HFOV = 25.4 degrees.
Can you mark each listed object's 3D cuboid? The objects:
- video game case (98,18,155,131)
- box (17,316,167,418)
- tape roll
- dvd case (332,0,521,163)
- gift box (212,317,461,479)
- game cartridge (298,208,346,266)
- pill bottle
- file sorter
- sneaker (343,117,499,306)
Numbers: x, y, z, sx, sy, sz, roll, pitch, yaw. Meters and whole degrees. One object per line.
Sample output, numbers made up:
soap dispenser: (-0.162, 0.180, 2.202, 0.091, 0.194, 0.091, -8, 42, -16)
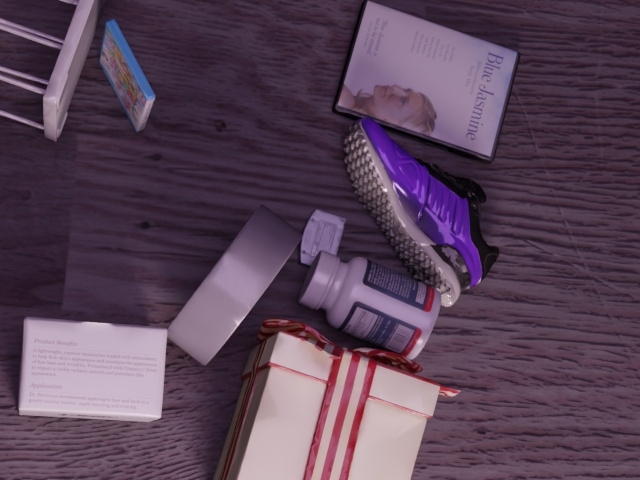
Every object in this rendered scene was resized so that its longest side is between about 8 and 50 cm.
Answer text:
video game case: (-0.265, -0.221, 1.928, 0.015, 0.166, 0.119, -28, 86, -15)
box: (-0.299, 0.170, 1.840, 0.181, 0.182, 0.119, 5, 80, -11)
tape roll: (-0.116, 0.058, 1.881, 0.072, 0.219, 0.219, 37, 74, -2)
dvd case: (0.159, -0.234, 2.098, 0.253, 0.022, 0.180, 18, 76, -9)
gift box: (0.016, 0.252, 1.852, 0.255, 0.276, 0.258, 20, 75, -13)
game cartridge: (0.000, 0.000, 2.023, 0.056, 0.017, 0.083, 19, 76, -12)
pill bottle: (0.067, 0.084, 1.974, 0.180, 0.108, 0.108, 24, 76, -7)
file sorter: (-0.390, -0.309, 1.907, 0.173, 0.193, 0.277, 18, 76, -6)
sneaker: (0.153, -0.062, 2.031, 0.146, 0.102, 0.293, -32, 92, -20)
